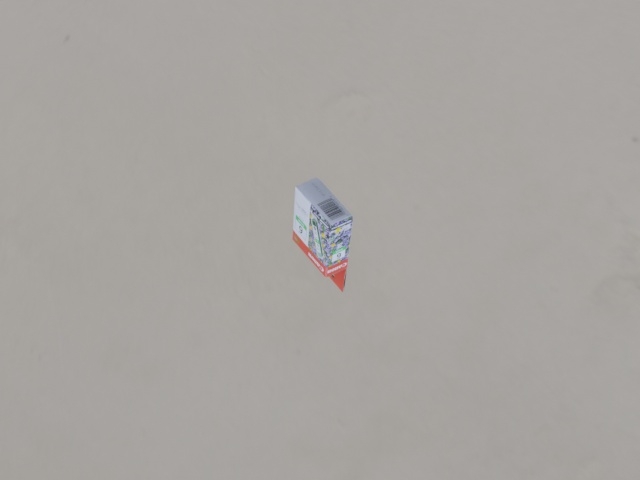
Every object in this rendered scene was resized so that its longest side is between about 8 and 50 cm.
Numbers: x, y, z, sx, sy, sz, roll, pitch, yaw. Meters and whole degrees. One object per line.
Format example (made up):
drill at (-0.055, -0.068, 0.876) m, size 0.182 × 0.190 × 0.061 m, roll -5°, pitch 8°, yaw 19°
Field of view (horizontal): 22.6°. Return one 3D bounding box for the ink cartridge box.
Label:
ink cartridge box at (0.000, 0.000, 1.582) m, size 0.029 × 0.063 × 0.115 m, roll -24°, pitch 144°, yaw -25°
